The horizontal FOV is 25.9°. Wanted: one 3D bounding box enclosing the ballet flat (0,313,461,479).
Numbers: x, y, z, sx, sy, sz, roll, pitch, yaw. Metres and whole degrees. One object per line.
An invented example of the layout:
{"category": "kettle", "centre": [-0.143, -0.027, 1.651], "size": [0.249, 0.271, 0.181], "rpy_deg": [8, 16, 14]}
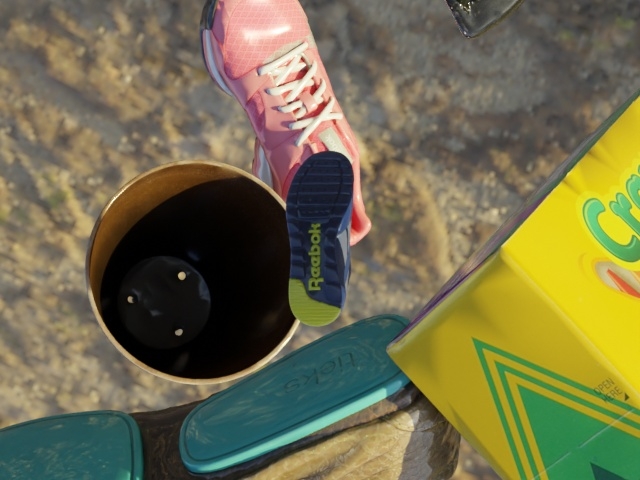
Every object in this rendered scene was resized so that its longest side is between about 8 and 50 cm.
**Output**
{"category": "ballet flat", "centre": [-0.076, 0.147, 0.793], "size": [0.342, 0.116, 0.124], "rpy_deg": [-20, 123, 6]}

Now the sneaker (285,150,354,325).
{"category": "sneaker", "centre": [0.000, 0.000, 1.114], "size": [0.053, 0.144, 0.059], "rpy_deg": [4, 169, 10]}

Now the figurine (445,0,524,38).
{"category": "figurine", "centre": [0.207, -0.337, 1.449], "size": [0.209, 0.215, 0.092], "rpy_deg": [-25, 140, 10]}

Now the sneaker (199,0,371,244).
{"category": "sneaker", "centre": [-0.014, -0.126, 1.370], "size": [0.136, 0.116, 0.313], "rpy_deg": [32, 149, 48]}

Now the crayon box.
{"category": "crayon box", "centre": [0.243, 0.076, 0.820], "size": [0.313, 0.363, 0.106], "rpy_deg": [48, 125, 1]}

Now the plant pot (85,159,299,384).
{"category": "plant pot", "centre": [-0.143, 0.050, 1.422], "size": [0.215, 0.215, 0.230], "rpy_deg": [26, 163, -9]}
